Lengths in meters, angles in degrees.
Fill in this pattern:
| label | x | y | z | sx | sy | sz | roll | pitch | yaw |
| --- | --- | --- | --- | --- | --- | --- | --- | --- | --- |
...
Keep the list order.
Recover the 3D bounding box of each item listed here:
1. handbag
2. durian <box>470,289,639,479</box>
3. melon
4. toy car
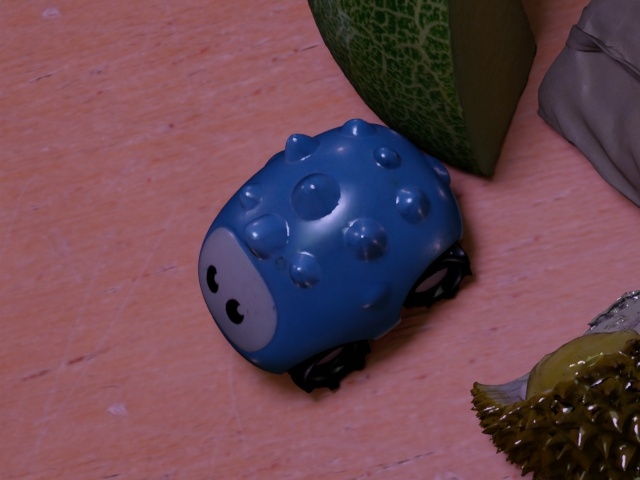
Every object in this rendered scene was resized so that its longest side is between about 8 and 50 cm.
| label | x | y | z | sx | sy | sz | roll | pitch | yaw |
| --- | --- | --- | --- | --- | --- | --- | --- | --- | --- |
| handbag | 0.317 | -0.176 | 1.646 | 0.253 | 0.109 | 0.316 | 47 | 125 | 41 |
| durian | 0.271 | 0.117 | 1.612 | 0.306 | 0.172 | 0.166 | -44 | 24 | 22 |
| melon | 0.083 | -0.257 | 1.718 | 0.226 | 0.343 | 0.331 | -24 | 61 | 8 |
| toy car | 0.000 | 0.000 | 1.735 | 0.255 | 0.190 | 0.188 | -36 | 62 | 8 |
